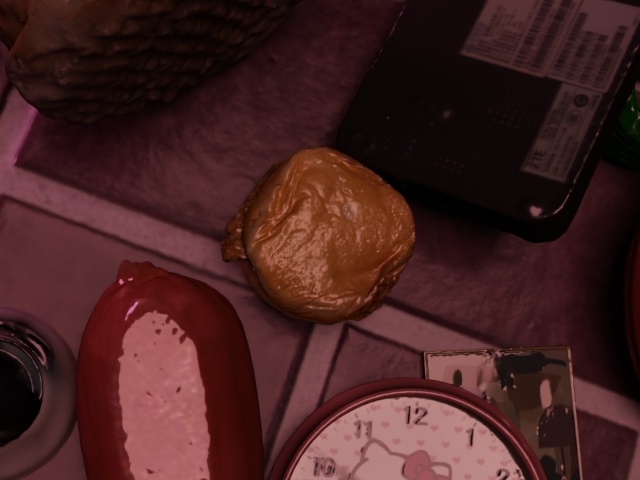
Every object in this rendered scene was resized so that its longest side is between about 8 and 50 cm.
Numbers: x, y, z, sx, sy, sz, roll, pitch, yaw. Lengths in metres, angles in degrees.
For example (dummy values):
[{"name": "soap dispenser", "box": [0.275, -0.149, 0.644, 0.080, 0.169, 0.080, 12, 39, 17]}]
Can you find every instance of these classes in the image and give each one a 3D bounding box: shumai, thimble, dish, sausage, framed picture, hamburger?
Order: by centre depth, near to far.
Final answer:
[{"name": "shumai", "box": [-0.164, -0.251, 0.774, 0.262, 0.267, 0.314, 50, 33, 3]}, {"name": "sausage", "box": [-0.112, 0.139, 0.788, 0.148, 0.148, 0.254, -9, 79, -13]}, {"name": "dish", "box": [-0.254, 0.115, 0.790, 0.141, 0.078, 0.141, 2, 78, -11]}, {"name": "hamburger", "box": [0.000, 0.000, 0.864, 0.147, 0.083, 0.138, 32, 71, -6]}, {"name": "framed picture", "box": [0.160, 0.193, 0.895, 0.136, 0.010, 0.201, -1, 79, -12]}, {"name": "thimble", "box": [0.307, -0.126, 0.947, 0.130, 0.090, 0.118, -28, 88, -14]}]

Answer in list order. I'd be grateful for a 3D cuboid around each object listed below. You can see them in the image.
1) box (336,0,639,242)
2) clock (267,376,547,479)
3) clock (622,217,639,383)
[{"name": "box", "box": [0.176, -0.182, 0.904, 0.211, 0.058, 0.350, 21, 74, 22]}, {"name": "clock", "box": [0.071, 0.233, 0.841, 0.244, 0.056, 0.244, 1, 80, -3]}, {"name": "clock", "box": [0.404, 0.046, 0.926, 0.318, 0.080, 0.319, 0, 91, -19]}]
